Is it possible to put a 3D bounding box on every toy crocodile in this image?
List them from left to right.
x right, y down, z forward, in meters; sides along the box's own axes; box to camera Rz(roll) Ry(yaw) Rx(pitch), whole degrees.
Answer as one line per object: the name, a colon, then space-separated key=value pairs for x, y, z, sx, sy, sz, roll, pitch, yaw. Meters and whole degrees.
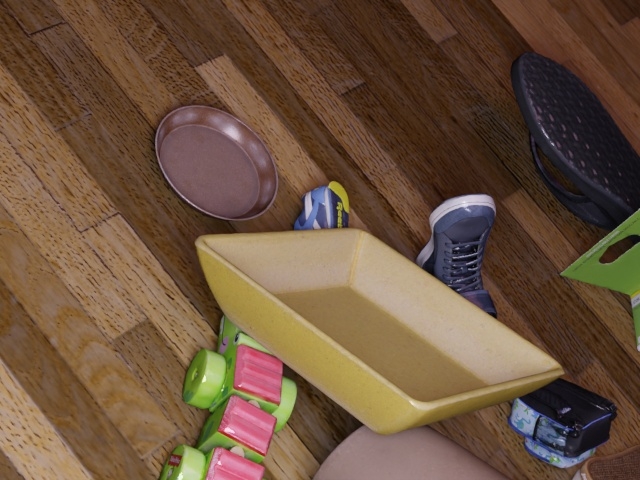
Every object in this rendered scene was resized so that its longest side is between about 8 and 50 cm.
toy crocodile: x=-0.088 y=0.202 z=1.558 sx=0.115 sy=0.105 sz=0.341 roll=27 pitch=46 yaw=-18

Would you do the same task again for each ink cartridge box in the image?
ink cartridge box: x=0.488 y=0.073 z=2.013 sx=0.255 sy=0.189 sz=0.097 roll=17 pitch=52 yaw=-24

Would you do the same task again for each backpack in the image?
backpack: x=0.294 y=0.226 z=1.824 sx=0.114 sy=0.084 sz=0.105 roll=29 pitch=31 yaw=35

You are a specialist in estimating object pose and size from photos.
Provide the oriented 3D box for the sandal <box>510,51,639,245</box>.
sandal: x=0.405 y=-0.083 z=2.145 sx=0.446 sy=0.107 sz=0.168 roll=47 pitch=41 yaw=-16

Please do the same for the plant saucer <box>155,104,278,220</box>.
plant saucer: x=-0.132 y=-0.090 z=1.797 sx=0.168 sy=0.029 sz=0.168 roll=20 pitch=49 yaw=-24

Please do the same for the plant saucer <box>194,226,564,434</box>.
plant saucer: x=0.058 y=0.104 z=1.621 sx=0.332 sy=0.081 sz=0.332 roll=36 pitch=22 yaw=29

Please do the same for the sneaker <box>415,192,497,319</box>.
sneaker: x=0.181 y=0.051 z=1.791 sx=0.086 sy=0.226 sz=0.163 roll=-7 pitch=64 yaw=-9

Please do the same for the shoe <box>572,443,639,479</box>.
shoe: x=0.398 y=0.308 z=1.873 sx=0.219 sy=0.058 sz=0.077 roll=4 pitch=45 yaw=-37

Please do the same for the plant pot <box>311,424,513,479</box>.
plant pot: x=0.108 y=0.312 z=1.549 sx=0.263 sy=0.263 sz=0.229 roll=-18 pitch=52 yaw=-43

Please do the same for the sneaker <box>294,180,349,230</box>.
sneaker: x=0.000 y=0.000 z=1.815 sx=0.053 sy=0.059 sz=0.144 roll=30 pitch=58 yaw=-52
